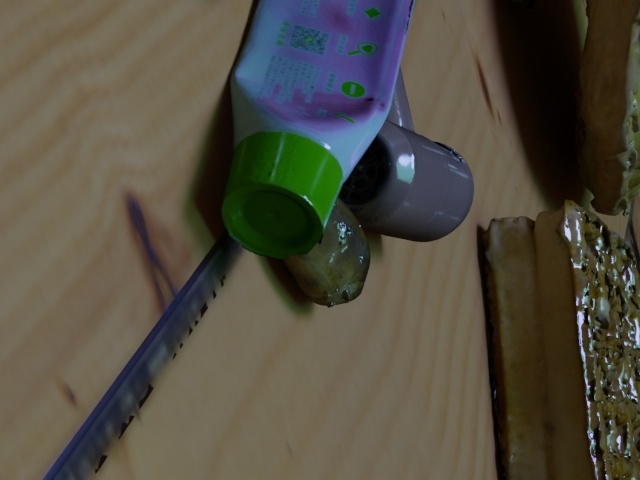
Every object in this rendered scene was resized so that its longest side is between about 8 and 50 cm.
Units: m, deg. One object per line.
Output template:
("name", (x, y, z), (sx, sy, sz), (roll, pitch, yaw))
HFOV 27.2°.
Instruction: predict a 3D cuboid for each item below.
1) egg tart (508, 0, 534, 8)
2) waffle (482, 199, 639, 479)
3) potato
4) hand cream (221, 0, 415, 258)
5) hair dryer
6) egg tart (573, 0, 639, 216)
("egg tart", (0.194, -0.322, 1.213), (0.212, 0.090, 0.212), (25, 62, -60))
("waffle", (0.207, 0.137, 1.049), (0.213, 0.091, 0.308), (26, 57, -62))
("potato", (0.000, 0.000, 0.686), (0.083, 0.040, 0.051), (59, 30, -42))
("hand cream", (0.002, -0.108, 0.696), (0.079, 0.050, 0.275), (34, 44, -21))
("hair dryer", (0.030, -0.091, 0.783), (0.117, 0.064, 0.181), (13, 61, -64))
("egg tart", (0.350, -0.232, 1.281), (0.443, 0.178, 0.443), (9, 90, -77))
